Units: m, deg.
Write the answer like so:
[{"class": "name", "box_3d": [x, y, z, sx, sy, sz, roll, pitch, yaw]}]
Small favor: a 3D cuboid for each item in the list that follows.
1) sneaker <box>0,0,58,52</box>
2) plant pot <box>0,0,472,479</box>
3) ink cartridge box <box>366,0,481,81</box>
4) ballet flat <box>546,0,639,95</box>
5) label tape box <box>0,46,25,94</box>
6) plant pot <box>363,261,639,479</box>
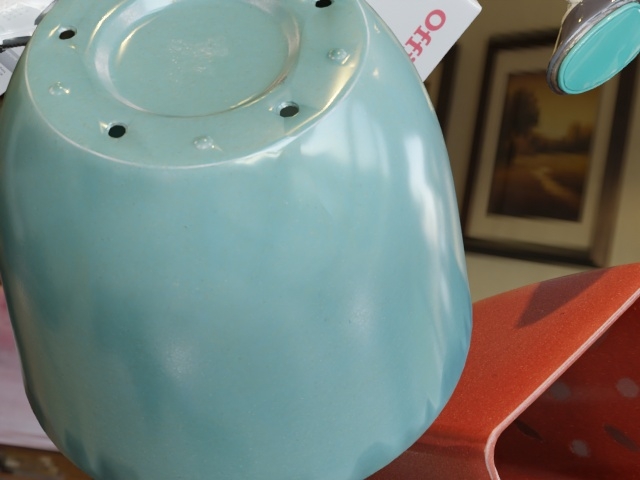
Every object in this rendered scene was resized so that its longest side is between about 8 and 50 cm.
[{"class": "sneaker", "box_3d": [-0.223, -0.153, 0.935, 0.109, 0.043, 0.040, -10, 1, -18]}, {"class": "plant pot", "box_3d": [-0.057, -0.026, 0.784, 0.293, 0.293, 0.235, 9, -39, 13]}, {"class": "ink cartridge box", "box_3d": [-0.044, -0.230, 1.240, 0.307, 0.223, 0.129, 32, 18, -23]}, {"class": "ballet flat", "box_3d": [0.241, -0.185, 1.056, 0.203, 0.074, 0.074, -36, 10, -13]}, {"class": "label tape box", "box_3d": [-0.524, -0.270, 1.751, 0.249, 0.348, 0.115, 43, 26, -25]}, {"class": "plant pot", "box_3d": [0.157, 0.187, 1.093, 0.236, 0.267, 0.267, 1, 29, 47]}]
